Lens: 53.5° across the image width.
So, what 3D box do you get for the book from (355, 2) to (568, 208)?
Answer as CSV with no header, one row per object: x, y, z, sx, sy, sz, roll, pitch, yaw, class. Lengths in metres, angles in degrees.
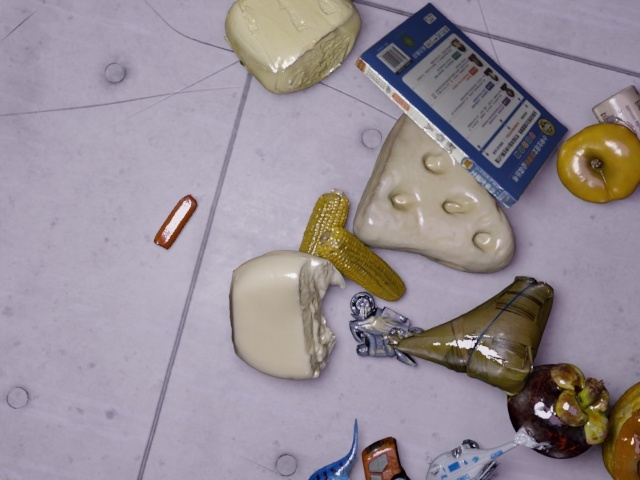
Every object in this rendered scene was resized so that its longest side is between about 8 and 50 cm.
0.309,-0.298,1.337,0.428,0.039,0.300,44,55,2,book

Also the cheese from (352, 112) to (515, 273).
0.268,-0.116,1.350,0.350,0.129,0.329,15,82,-5,cheese

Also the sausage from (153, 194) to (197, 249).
-0.312,-0.042,1.372,0.041,0.039,0.131,33,87,3,sausage

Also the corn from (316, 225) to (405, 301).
0.086,0.054,1.327,0.231,0.080,0.080,39,85,-28,corn

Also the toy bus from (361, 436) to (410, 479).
0.163,0.622,1.314,0.092,0.093,0.409,-11,85,0,toy bus

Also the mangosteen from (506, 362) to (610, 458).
0.490,0.336,1.280,0.192,0.217,0.192,8,61,-14,mangosteen

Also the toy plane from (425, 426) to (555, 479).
0.314,0.440,1.277,0.181,0.273,0.107,-4,55,-32,toy plane

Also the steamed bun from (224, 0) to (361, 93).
-0.057,-0.447,1.350,0.273,0.166,0.232,-41,76,-9,steamed bun

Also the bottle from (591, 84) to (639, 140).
0.692,-0.227,1.389,0.110,0.097,0.209,-29,88,-47,bottle

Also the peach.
0.597,-0.162,1.351,0.179,0.103,0.179,15,119,30,peach

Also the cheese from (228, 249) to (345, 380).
-0.071,0.150,1.287,0.233,0.127,0.266,2,109,14,cheese

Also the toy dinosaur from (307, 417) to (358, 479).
0.018,0.539,1.326,0.144,0.076,0.329,42,96,8,toy dinosaur

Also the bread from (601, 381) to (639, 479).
0.747,0.436,1.290,0.358,0.204,0.337,40,83,-2,bread

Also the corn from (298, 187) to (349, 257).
0.000,0.000,1.359,0.080,0.080,0.238,20,84,0,corn

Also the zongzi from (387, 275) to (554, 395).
0.320,0.162,1.334,0.289,0.123,0.260,17,56,21,zongzi

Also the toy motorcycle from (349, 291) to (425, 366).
0.130,0.203,1.357,0.193,0.061,0.124,33,89,1,toy motorcycle
